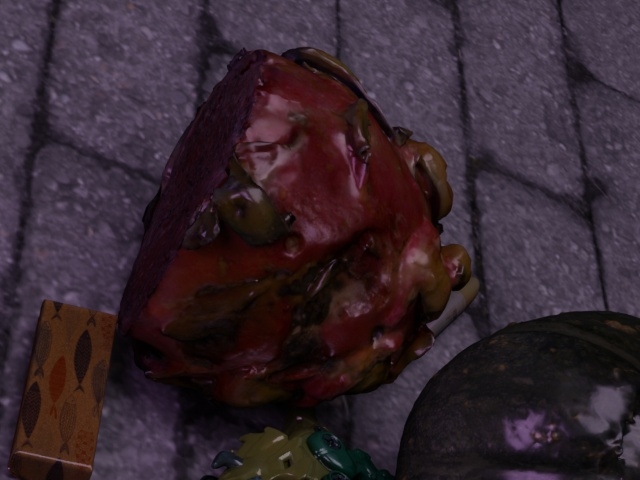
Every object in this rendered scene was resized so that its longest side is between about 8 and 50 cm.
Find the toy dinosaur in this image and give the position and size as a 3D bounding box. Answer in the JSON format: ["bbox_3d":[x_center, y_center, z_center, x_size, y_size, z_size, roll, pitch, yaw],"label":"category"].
[{"bbox_3d":[-0.009,0.196,1.636,0.153,0.094,0.259,36,26,-1],"label":"toy dinosaur"}]

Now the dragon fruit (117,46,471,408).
[{"bbox_3d":[0.000,0.000,1.660,0.263,0.296,0.314,25,41,-12],"label":"dragon fruit"}]

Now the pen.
[{"bbox_3d":[0.099,0.085,1.880,0.032,0.040,0.233,46,33,6],"label":"pen"}]

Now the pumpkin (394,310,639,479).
[{"bbox_3d":[0.217,0.197,1.637,0.327,0.257,0.292,-23,111,-60],"label":"pumpkin"}]

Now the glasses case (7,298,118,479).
[{"bbox_3d":[-0.207,0.125,1.571,0.064,0.041,0.170,14,43,-10],"label":"glasses case"}]
